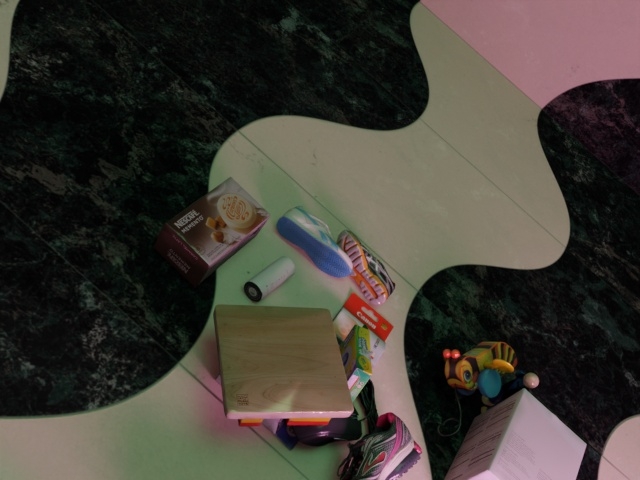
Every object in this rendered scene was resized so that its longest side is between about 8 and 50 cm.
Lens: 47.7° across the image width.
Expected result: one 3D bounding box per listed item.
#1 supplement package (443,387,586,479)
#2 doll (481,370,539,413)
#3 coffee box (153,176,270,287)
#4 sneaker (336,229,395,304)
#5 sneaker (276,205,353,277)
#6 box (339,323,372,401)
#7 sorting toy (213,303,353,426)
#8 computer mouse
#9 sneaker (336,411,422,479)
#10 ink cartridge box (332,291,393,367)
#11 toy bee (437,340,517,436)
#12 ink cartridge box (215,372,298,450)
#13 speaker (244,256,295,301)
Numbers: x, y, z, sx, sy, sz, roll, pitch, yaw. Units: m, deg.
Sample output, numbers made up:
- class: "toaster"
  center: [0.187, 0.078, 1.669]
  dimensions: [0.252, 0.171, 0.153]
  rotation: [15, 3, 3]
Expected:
- class: "supplement package"
  center: [0.437, 0.523, 1.649]
  dimensions: [0.199, 0.198, 0.263]
  rotation: [42, 45, 2]
- class: "doll"
  center: [0.474, 0.382, 1.793]
  dimensions: [0.046, 0.189, 0.129]
  rotation: [29, 45, -12]
- class: "coffee box"
  center: [-0.250, -0.024, 1.690]
  dimensions: [0.141, 0.098, 0.246]
  rotation: [44, 44, 3]
- class: "sneaker"
  center: [0.117, 0.065, 1.888]
  dimensions: [0.083, 0.084, 0.215]
  rotation: [-25, 81, -47]
- class: "sneaker"
  center: [0.000, 0.000, 1.851]
  dimensions: [0.228, 0.087, 0.092]
  rotation: [42, 42, -1]
- class: "box"
  center: [0.071, 0.266, 1.601]
  dimensions: [0.043, 0.105, 0.179]
  rotation: [26, 27, -11]
- class: "sorting toy"
  center: [-0.089, 0.263, 1.493]
  dimensions: [0.257, 0.089, 0.255]
  rotation: [4, 46, -20]
- class: "computer mouse"
  center: [0.043, 0.356, 1.587]
  dimensions: [0.262, 0.060, 0.184]
  rotation: [14, 51, -37]
- class: "sneaker"
  center: [0.085, 0.474, 1.497]
  dimensions: [0.299, 0.121, 0.112]
  rotation: [-31, 92, -47]
- class: "ink cartridge box"
  center: [0.105, 0.216, 1.782]
  dimensions: [0.145, 0.045, 0.179]
  rotation: [41, 46, -1]
- class: "toy bee"
  center: [0.375, 0.315, 1.768]
  dimensions: [0.162, 0.195, 0.298]
  rotation: [66, 32, -14]
- class: "ink cartridge box"
  center: [-0.081, 0.303, 1.584]
  dimensions: [0.224, 0.045, 0.223]
  rotation: [42, 44, 1]
- class: "speaker"
  center: [-0.119, 0.090, 1.721]
  dimensions: [0.055, 0.055, 0.136]
  rotation: [46, 45, 6]
